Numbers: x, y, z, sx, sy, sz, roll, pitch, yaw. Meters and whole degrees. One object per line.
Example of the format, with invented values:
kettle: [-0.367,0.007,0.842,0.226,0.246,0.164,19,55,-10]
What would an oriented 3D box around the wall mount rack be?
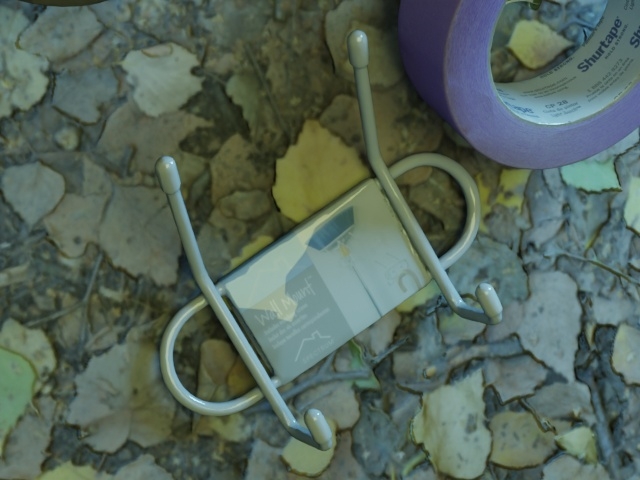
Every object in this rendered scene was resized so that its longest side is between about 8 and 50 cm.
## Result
wall mount rack: [0.000,0.000,1.753,0.350,0.130,0.304,-35,106,-17]

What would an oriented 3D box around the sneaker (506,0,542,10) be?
sneaker: [0.190,-0.257,1.850,0.192,0.064,0.086,-28,112,-18]

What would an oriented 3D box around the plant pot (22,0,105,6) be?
plant pot: [-0.193,-0.347,1.542,0.323,0.280,0.323,10,47,-11]

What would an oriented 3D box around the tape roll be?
tape roll: [0.210,-0.203,1.783,0.275,0.090,0.275,-16,127,-22]
